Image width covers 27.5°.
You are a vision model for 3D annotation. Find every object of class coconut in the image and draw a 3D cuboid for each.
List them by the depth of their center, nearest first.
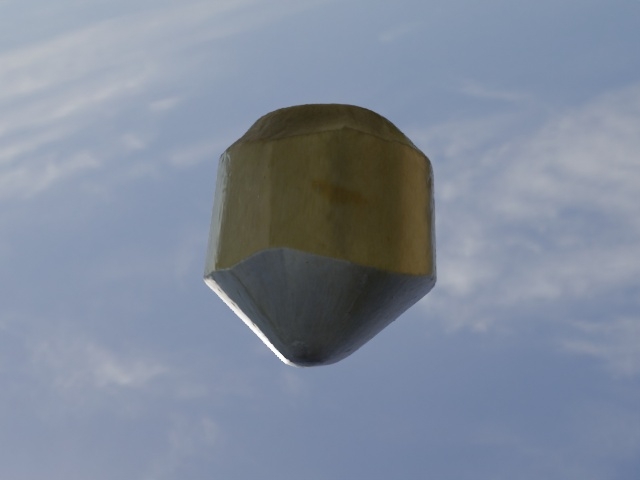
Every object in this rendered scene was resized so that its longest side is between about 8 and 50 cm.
[{"bbox_3d":[0.000,0.000,1.133,0.202,0.222,0.202,2,171,0],"label":"coconut"}]
